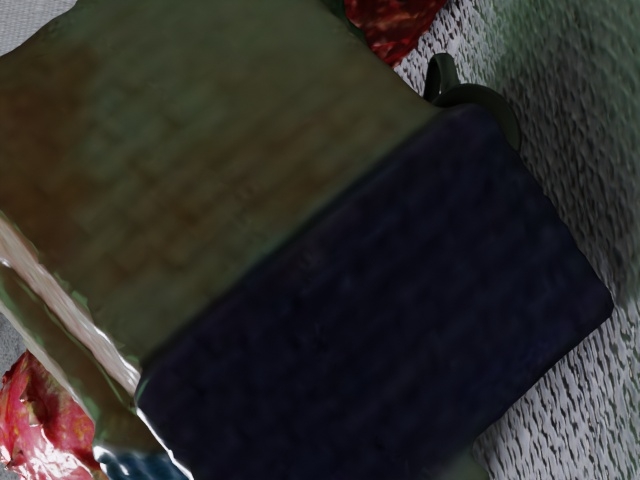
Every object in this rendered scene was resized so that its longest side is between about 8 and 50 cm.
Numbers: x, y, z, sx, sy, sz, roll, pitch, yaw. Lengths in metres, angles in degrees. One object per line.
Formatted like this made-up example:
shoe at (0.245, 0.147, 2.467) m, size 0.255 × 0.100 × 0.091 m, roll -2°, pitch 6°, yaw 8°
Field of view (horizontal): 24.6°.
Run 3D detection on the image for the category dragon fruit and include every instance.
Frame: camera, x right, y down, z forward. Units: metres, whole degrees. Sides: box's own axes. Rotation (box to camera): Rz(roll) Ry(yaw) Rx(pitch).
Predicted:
dragon fruit at (-0.186, 0.156, 1.371) m, size 0.268 × 0.210 × 0.205 m, roll -21°, pitch 78°, yaw 28°

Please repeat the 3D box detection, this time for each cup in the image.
cup at (0.067, -0.060, 0.829) m, size 0.054 × 0.075 × 0.083 m, roll -38°, pitch 2°, yaw -16°

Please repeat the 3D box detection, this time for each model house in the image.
model house at (-0.010, 0.042, 0.747) m, size 0.280 × 0.245 × 0.312 m, roll 44°, pitch 165°, yaw 22°

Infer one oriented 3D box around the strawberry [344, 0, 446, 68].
strawberry at (-0.023, -0.209, 0.967) m, size 0.277 × 0.257 × 0.257 m, roll -27°, pitch 48°, yaw 34°
